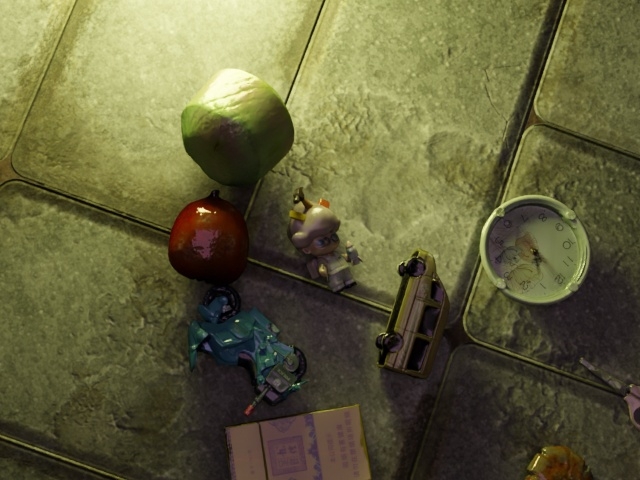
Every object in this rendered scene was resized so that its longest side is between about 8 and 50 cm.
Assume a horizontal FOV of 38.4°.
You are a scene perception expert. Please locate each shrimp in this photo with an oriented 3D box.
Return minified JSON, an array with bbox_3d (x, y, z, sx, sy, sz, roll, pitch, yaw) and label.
[{"bbox_3d":[0.476,0.562,1.842,0.154,0.062,0.294,12,79,-8],"label":"shrimp"}]

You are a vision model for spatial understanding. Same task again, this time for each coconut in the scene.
[{"bbox_3d":[-0.164,-0.235,1.846,0.236,0.204,0.235,0,52,0],"label":"coconut"}]

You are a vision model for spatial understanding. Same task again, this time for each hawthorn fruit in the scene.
[{"bbox_3d":[-0.218,-0.008,1.822,0.169,0.169,0.188,11,92,-2],"label":"hawthorn fruit"}]

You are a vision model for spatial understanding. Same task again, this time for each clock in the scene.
[{"bbox_3d":[0.445,0.022,1.922,0.237,0.053,0.236,1,80,-6],"label":"clock"}]

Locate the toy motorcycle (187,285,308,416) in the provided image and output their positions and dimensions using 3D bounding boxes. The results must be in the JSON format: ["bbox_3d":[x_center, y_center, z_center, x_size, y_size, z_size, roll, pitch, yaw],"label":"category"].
[{"bbox_3d":[-0.158,0.225,1.819,0.272,0.123,0.182,41,71,3],"label":"toy motorcycle"}]

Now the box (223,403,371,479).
[{"bbox_3d":[-0.046,0.425,1.836,0.279,0.041,0.153,-8,83,-6],"label":"box"}]

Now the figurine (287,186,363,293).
[{"bbox_3d":[0.000,0.000,1.871,0.137,0.112,0.228,-27,91,-35],"label":"figurine"}]

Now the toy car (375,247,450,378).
[{"bbox_3d":[0.197,0.150,1.863,0.125,0.101,0.256,19,82,-6],"label":"toy car"}]

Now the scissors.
[{"bbox_3d":[0.629,0.307,1.909,0.212,0.021,0.110,35,79,1],"label":"scissors"}]
